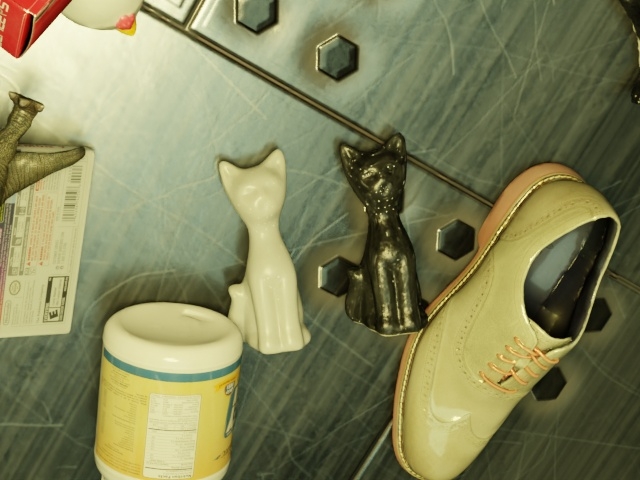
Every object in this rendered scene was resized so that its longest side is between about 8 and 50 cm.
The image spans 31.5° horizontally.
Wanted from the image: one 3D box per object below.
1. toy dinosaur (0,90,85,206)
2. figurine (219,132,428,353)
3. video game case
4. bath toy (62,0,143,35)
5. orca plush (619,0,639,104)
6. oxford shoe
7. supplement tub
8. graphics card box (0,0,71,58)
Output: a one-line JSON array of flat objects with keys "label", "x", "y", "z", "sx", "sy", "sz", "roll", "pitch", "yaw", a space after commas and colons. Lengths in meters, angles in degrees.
[{"label": "toy dinosaur", "x": -0.334, "y": -0.062, "z": 0.999, "sx": 0.121, "sy": 0.313, "sz": 0.160, "roll": 33, "pitch": 110, "yaw": 10}, {"label": "figurine", "x": 0.000, "y": 0.000, "z": 1.206, "sx": 0.214, "sy": 0.092, "sz": 0.210, "roll": -8, "pitch": 102, "yaw": -10}, {"label": "video game case", "x": -0.322, "y": 0.003, "z": 1.121, "sx": 0.183, "sy": 0.023, "sz": 0.201, "roll": -1, "pitch": 111, "yaw": -37}, {"label": "bath toy", "x": -0.094, "y": -0.296, "z": 1.059, "sx": 0.348, "sy": 0.151, "sz": 0.129, "roll": -31, "pitch": 157, "yaw": -4}, {"label": "orca plush", "x": 0.339, "y": -0.280, "z": 1.173, "sx": 0.151, "sy": 0.102, "sz": 0.287, "roll": -8, "pitch": 110, "yaw": -11}, {"label": "oxford shoe", "x": 0.197, "y": 0.109, "z": 1.249, "sx": 0.140, "sy": 0.146, "sz": 0.397, "roll": 18, "pitch": 104, "yaw": -19}, {"label": "supplement tub", "x": -0.161, "y": 0.179, "z": 1.189, "sx": 0.144, "sy": 0.144, "sz": 0.200, "roll": 3, "pitch": 108, "yaw": -14}, {"label": "graphics card box", "x": -0.315, "y": -0.346, "z": 0.900, "sx": 0.371, "sy": 0.094, "sz": 0.233, "roll": 36, "pitch": 66, "yaw": -8}]
